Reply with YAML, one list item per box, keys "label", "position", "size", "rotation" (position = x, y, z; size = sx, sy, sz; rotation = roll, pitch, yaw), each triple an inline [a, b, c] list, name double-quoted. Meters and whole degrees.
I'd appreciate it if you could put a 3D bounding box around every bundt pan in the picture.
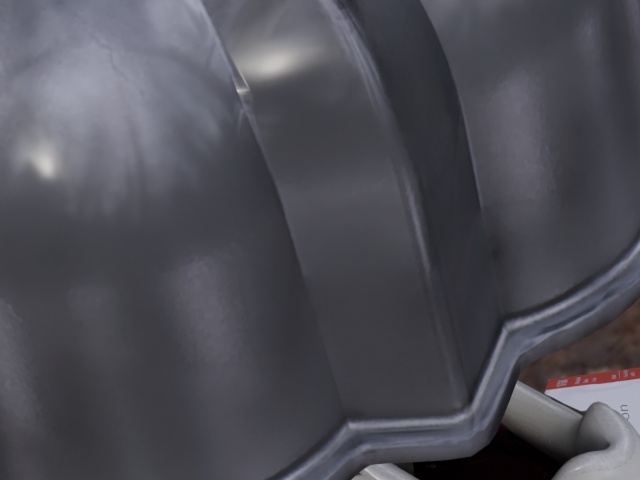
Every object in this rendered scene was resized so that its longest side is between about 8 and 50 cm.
- label: "bundt pan"
  position: [-0.063, -0.092, 0.449]
  size: [0.331, 0.124, 0.331]
  rotation: [-4, 51, 5]

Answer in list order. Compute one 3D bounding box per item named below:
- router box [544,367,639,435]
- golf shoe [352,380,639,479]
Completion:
- label: "router box"
  position: [0.312, 0.235, 1.184]
  size: [0.301, 0.082, 0.335]
  rotation: [-9, 89, 8]
- label: "golf shoe"
  position: [0.000, 0.064, 0.633]
  size: [0.273, 0.120, 0.105]
  rotation: [13, 52, 27]
